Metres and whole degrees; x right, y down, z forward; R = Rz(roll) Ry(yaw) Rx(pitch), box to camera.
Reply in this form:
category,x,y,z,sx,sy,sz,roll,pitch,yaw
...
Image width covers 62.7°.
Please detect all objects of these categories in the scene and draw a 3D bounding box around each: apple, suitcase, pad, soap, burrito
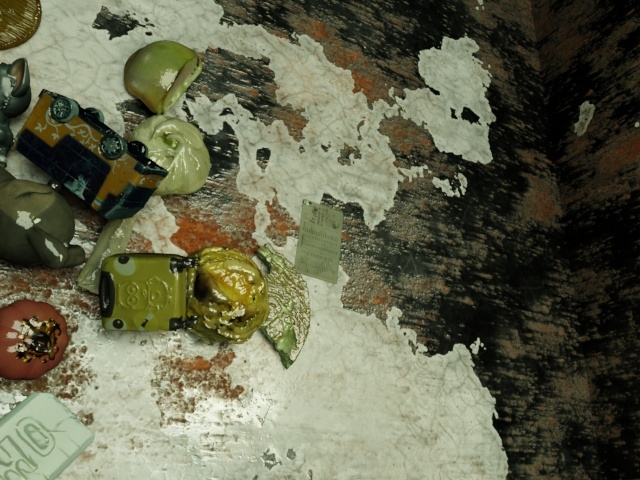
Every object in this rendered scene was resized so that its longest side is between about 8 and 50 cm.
category,x,y,z,sx,sy,sz,roll,pitch,yaw
apple,-0.487,-0.527,1.587,0.193,0.120,0.265,30,56,-4
suitcase,-0.422,0.126,1.306,0.234,0.143,0.194,1,91,-1
pad,0.000,0.000,1.720,0.159,0.009,0.265,18,63,-24
soap,-0.651,0.471,1.106,0.173,0.095,0.289,48,56,-4
burrito,-0.549,0.013,1.370,0.082,0.059,0.275,27,60,-27

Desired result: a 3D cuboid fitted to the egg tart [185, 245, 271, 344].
category,x,y,z,sx,sy,sz,roll,pitch,yaw
egg tart,-0.261,0.141,1.428,0.297,0.132,0.297,9,66,-22

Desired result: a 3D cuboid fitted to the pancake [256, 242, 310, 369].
category,x,y,z,sx,sy,sz,roll,pitch,yaw
pancake,-0.129,0.190,1.547,0.197,0.054,0.377,0,70,-22

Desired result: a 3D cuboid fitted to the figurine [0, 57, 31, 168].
category,x,y,z,sx,sy,sz,roll,pitch,yaw
figurine,-0.783,-0.321,1.302,0.140,0.193,0.265,-12,90,-34

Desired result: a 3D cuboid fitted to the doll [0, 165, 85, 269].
category,x,y,z,sx,sy,sz,roll,pitch,yaw
doll,-0.747,-0.001,1.193,0.382,0.252,0.379,38,88,1

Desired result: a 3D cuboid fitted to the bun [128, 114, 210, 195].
category,x,y,z,sx,sy,sz,roll,pitch,yaw
bun,-0.423,-0.243,1.483,0.259,0.160,0.259,13,64,-28

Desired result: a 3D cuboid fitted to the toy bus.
category,x,y,z,sx,sy,sz,roll,pitch,yaw
toy bus,-0.569,-0.207,1.315,0.323,0.162,0.194,37,96,2

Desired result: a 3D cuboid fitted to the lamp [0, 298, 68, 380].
category,x,y,z,sx,sy,sz,roll,pitch,yaw
lamp,-0.649,0.220,1.168,0.182,0.140,0.182,21,64,-54

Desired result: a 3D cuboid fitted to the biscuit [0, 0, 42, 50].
category,x,y,z,sx,sy,sz,roll,pitch,yaw
biscuit,-0.933,-0.656,1.424,0.317,0.040,0.318,11,67,-25
